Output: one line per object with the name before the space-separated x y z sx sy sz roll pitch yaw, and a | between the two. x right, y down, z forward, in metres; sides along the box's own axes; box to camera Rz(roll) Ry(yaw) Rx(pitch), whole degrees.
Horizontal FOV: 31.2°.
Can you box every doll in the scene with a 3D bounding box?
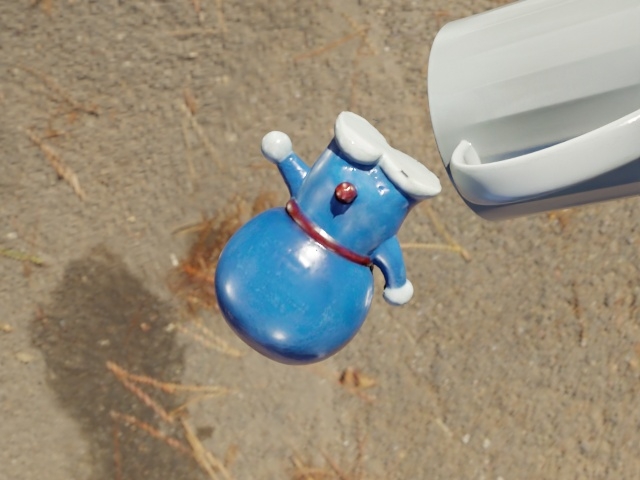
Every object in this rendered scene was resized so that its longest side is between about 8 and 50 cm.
doll | 0.000 0.000 1.157 0.215 0.161 0.257 40 103 4

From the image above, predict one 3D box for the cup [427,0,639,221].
cup | 0.290 -0.141 1.166 0.327 0.323 0.236 -10 113 34
